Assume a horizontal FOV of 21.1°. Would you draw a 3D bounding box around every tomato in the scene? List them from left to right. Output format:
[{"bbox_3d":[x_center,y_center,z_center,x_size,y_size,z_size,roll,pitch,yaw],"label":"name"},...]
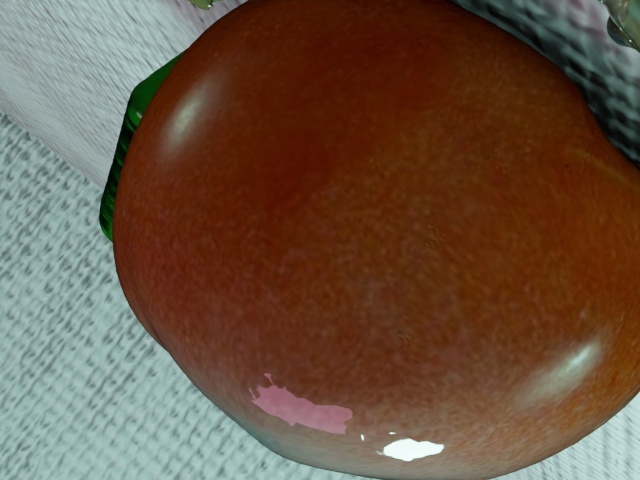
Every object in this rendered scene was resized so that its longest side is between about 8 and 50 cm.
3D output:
[{"bbox_3d":[0.038,0.012,1.030,0.341,0.273,0.341,36,167,10],"label":"tomato"}]

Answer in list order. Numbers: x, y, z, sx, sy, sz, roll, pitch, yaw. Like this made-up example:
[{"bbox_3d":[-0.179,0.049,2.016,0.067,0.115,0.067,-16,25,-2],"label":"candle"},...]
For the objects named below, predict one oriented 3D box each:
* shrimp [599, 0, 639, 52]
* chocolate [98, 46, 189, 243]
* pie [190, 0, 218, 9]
[{"bbox_3d":[0.111,-0.147,0.656,0.143,0.052,0.251,25,162,51],"label":"shrimp"},{"bbox_3d":[0.000,0.000,1.378,0.341,0.161,0.360,39,163,0],"label":"chocolate"},{"bbox_3d":[-0.126,-0.252,1.072,0.128,0.068,0.282,33,168,34],"label":"pie"}]
